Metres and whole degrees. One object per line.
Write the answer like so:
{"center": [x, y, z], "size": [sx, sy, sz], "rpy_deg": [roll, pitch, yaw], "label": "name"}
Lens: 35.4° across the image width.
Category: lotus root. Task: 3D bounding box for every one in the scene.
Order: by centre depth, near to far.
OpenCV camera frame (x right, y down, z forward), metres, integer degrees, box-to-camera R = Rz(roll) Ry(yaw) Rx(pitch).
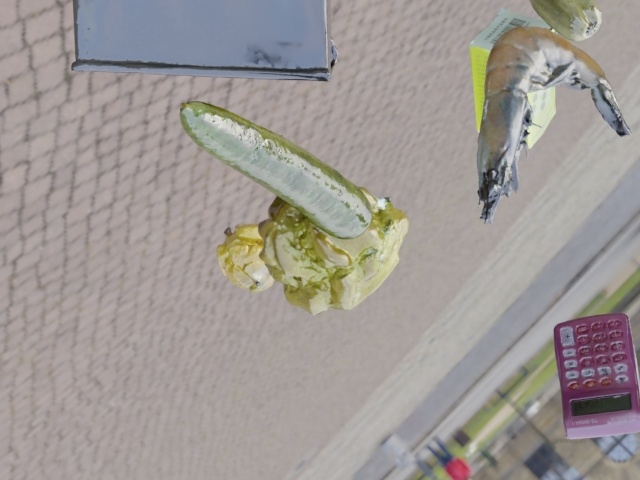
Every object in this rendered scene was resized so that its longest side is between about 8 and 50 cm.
{"center": [0.446, -0.448, 1.874], "size": [0.090, 0.183, 0.077], "rpy_deg": [-40, 165, -13], "label": "lotus root"}

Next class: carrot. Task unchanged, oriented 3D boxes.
{"center": [-0.048, -0.085, 1.186], "size": [0.074, 0.074, 0.359], "rpy_deg": [-48, 142, 9], "label": "carrot"}

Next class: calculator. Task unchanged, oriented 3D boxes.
{"center": [0.437, 0.212, 1.577], "size": [0.127, 0.190, 0.034], "rpy_deg": [-13, 157, 27], "label": "calculator"}

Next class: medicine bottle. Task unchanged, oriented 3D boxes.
{"center": [0.408, -0.337, 2.101], "size": [0.137, 0.141, 0.250], "rpy_deg": [-45, 142, -26], "label": "medicine bottle"}

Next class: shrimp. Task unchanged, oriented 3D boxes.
{"center": [0.272, -0.121, 1.166], "size": [0.051, 0.198, 0.261], "rpy_deg": [141, -35, -67], "label": "shrimp"}

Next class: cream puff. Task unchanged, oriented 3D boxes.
{"center": [-0.001, 0.005, 1.427], "size": [0.221, 0.194, 0.195], "rpy_deg": [-9, -169, 39], "label": "cream puff"}

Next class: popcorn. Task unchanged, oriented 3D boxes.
{"center": [-0.145, 0.034, 2.130], "size": [0.149, 0.152, 0.167], "rpy_deg": [-23, 141, -17], "label": "popcorn"}

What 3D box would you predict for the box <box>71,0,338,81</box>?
{"center": [-0.149, -0.334, 1.382], "size": [0.251, 0.345, 0.204], "rpy_deg": [-80, 172, -76], "label": "box"}
